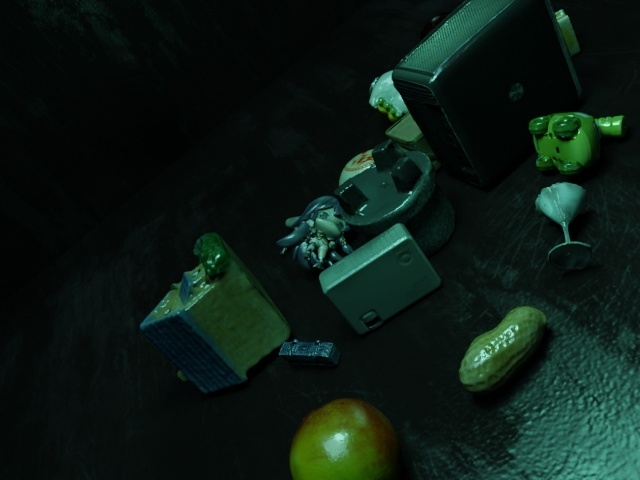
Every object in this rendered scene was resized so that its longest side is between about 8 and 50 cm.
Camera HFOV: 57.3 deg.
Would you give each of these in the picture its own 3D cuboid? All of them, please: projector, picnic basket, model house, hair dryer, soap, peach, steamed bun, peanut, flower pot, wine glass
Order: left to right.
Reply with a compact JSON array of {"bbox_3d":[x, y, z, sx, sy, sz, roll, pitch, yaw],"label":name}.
[{"bbox_3d":[-0.338,0.206,1.720,0.343,0.334,0.382,-40,22,-4],"label":"model house"},{"bbox_3d":[-0.099,-0.016,2.000,0.106,0.054,0.154,-2,52,50],"label":"hair dryer"},{"bbox_3d":[0.048,0.431,1.163,0.231,0.231,0.231,-26,35,20],"label":"peach"},{"bbox_3d":[0.164,-0.206,1.818,0.232,0.145,0.232,-15,23,6],"label":"steamed bun"},{"bbox_3d":[0.149,0.098,1.479,0.257,0.192,0.099,-34,28,8],"label":"projector"},{"bbox_3d":[0.187,-0.105,1.600,0.299,0.283,0.299,-25,36,20],"label":"flower pot"},{"bbox_3d":[0.354,-0.342,1.837,0.267,0.139,0.165,-40,32,-8],"label":"picnic basket"},{"bbox_3d":[0.453,-0.422,1.610,0.405,0.395,0.242,-43,34,-5],"label":"projector"},{"bbox_3d":[0.370,0.219,1.196,0.226,0.095,0.108,-42,30,-6],"label":"peanut"},{"bbox_3d":[0.675,-0.598,1.837,0.232,0.140,0.073,-25,35,21],"label":"soap"},{"bbox_3d":[0.549,-0.029,1.306,0.122,0.122,0.182,-20,40,28],"label":"wine glass"}]

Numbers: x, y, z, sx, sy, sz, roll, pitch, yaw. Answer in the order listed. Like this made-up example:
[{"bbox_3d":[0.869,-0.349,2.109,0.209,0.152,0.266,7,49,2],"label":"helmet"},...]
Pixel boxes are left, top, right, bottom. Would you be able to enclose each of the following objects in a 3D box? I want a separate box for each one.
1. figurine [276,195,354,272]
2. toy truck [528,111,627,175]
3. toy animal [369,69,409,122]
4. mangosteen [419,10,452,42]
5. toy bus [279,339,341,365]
[{"bbox_3d":[-0.002,-0.014,1.790,0.197,0.175,0.265,0,41,51],"label":"figurine"},{"bbox_3d":[0.639,-0.262,1.481,0.211,0.148,0.187,-31,24,-25],"label":"toy truck"},{"bbox_3d":[0.321,-0.493,2.026,0.247,0.183,0.310,-44,33,-7],"label":"toy animal"},{"bbox_3d":[0.487,-0.706,2.115,0.236,0.235,0.261,-8,10,39],"label":"mangosteen"},{"bbox_3d":[-0.028,0.296,1.531,0.166,0.065,0.047,-7,45,38],"label":"toy bus"}]
